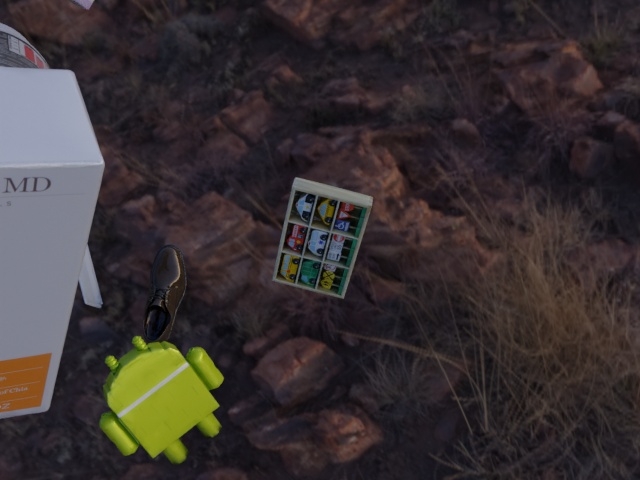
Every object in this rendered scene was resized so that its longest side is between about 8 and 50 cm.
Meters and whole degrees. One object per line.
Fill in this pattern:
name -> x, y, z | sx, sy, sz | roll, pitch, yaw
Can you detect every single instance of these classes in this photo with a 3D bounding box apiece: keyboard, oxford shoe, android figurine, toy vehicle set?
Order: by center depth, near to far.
android figurine -> -0.316, 0.311, 1.544 | 0.248, 0.273, 0.056 | -38, 25, -12
toy vehicle set -> 0.000, 0.000, 1.660 | 0.166, 0.267, 0.035 | 13, 39, -1
oxford shoe -> -0.342, 0.120, 1.716 | 0.082, 0.096, 0.227 | 6, 84, -5
keyboard -> -0.540, 0.029, 1.755 | 0.014, 0.072, 0.256 | -23, 73, 12

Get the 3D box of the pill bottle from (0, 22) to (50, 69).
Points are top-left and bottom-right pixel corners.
pill bottle -> -0.490, -0.192, 1.147 | 0.210, 0.210, 0.363 | -31, 37, -2

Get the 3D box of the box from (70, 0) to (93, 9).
box -> -0.373, -0.370, 0.872 | 0.063, 0.324, 0.067 | 31, 90, 31

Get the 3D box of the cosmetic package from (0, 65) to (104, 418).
cosmetic package -> -0.409, 0.029, 0.888 | 0.230, 0.453, 0.161 | -5, 49, -31
